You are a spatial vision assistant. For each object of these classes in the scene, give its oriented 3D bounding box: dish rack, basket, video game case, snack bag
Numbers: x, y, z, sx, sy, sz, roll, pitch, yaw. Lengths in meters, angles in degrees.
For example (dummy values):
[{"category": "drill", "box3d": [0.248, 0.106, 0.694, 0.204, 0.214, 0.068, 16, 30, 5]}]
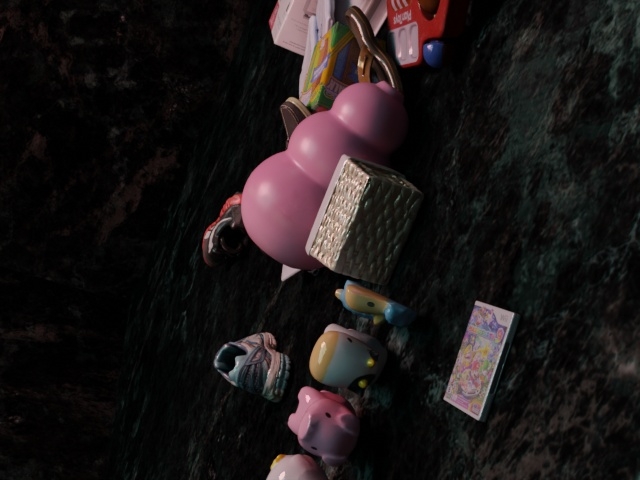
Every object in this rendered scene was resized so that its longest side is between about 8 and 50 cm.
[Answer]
[{"category": "dish rack", "box3d": [0.102, -0.545, 1.730, 0.285, 0.072, 0.333, -91, 25, -44]}, {"category": "basket", "box3d": [0.067, -0.028, 1.239, 0.167, 0.113, 0.103, -69, 25, 11]}, {"category": "video game case", "box3d": [0.179, 0.133, 0.925, 0.087, 0.011, 0.122, -164, 93, -72]}, {"category": "snack bag", "box3d": [-0.012, -0.428, 1.856, 0.323, 0.037, 0.342, -89, 9, -46]}]

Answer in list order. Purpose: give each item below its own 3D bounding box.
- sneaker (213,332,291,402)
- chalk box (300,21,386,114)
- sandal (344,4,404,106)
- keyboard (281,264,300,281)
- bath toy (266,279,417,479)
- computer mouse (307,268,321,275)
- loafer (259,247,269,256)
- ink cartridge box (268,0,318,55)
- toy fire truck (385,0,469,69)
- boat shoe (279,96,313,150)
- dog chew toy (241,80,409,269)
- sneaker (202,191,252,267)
[{"category": "sneaker", "box3d": [-0.147, 0.226, 1.603, 0.283, 0.122, 0.110, 6, 77, 72]}, {"category": "chalk box", "box3d": [0.041, -0.264, 1.524, 0.132, 0.132, 0.213, 158, 129, -67]}, {"category": "sandal", "box3d": [0.083, -0.303, 1.416, 0.090, 0.060, 0.219, 86, 159, -77]}, {"category": "keyboard", "box3d": [0.000, 0.000, 1.517, 0.256, 0.014, 0.072, -35, 47, 47]}, {"category": "bath toy", "box3d": [0.023, 0.234, 1.115, 0.129, 0.151, 0.348, 24, 96, 37]}, {"category": "computer mouse", "box3d": [-0.007, -0.032, 1.604, 0.071, 0.041, 0.242, -40, 40, 41]}, {"category": "loafer", "box3d": [-0.061, -0.066, 1.736, 0.220, 0.080, 0.078, -62, 10, 11]}, {"category": "ink cartridge box", "box3d": [-0.018, -0.630, 2.081, 0.207, 0.117, 0.283, -103, 36, -59]}, {"category": "toy fire truck", "box3d": [0.168, -0.396, 1.295, 0.302, 0.169, 0.254, -151, 56, -72]}, {"category": "boat shoe", "box3d": [-0.028, -0.148, 1.506, 0.073, 0.223, 0.080, -33, 28, -20]}, {"category": "dog chew toy", "box3d": [0.019, -0.115, 1.354, 0.332, 0.206, 0.206, -53, 22, 12]}, {"category": "sneaker", "box3d": [-0.243, 0.000, 2.144, 0.276, 0.097, 0.135, -51, 24, 43]}]
